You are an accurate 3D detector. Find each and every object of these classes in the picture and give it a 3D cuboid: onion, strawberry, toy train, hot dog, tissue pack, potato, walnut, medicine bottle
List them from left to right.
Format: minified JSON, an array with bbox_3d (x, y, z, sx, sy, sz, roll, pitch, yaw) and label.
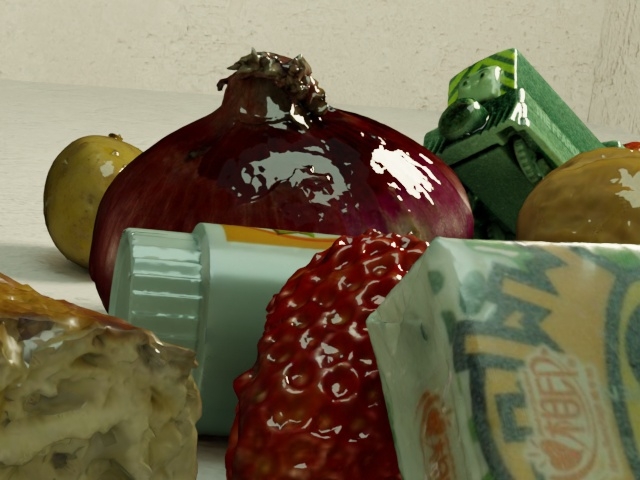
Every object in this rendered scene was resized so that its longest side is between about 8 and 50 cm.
[{"bbox_3d":[-0.305,0.086,0.914,0.365,0.196,0.367,20,10,41],"label":"hot dog"},{"bbox_3d":[-0.228,-0.040,1.785,0.137,0.137,0.176,8,9,2],"label":"potato"},{"bbox_3d":[-0.037,-0.037,1.510,0.348,0.285,0.347,-3,18,1],"label":"onion"},{"bbox_3d":[0.002,0.073,1.283,0.318,0.158,0.158,6,10,-14],"label":"medicine bottle"},{"bbox_3d":[0.019,0.109,1.080,0.205,0.205,0.244,14,33,30],"label":"strawberry"},{"bbox_3d":[0.225,-0.052,1.721,0.138,0.178,0.330,-25,-51,30],"label":"toy train"},{"bbox_3d":[0.291,0.037,1.521,0.257,0.224,0.257,10,18,-3],"label":"walnut"},{"bbox_3d":[0.198,0.122,0.971,0.311,0.228,0.128,2,-31,-24],"label":"tissue pack"}]

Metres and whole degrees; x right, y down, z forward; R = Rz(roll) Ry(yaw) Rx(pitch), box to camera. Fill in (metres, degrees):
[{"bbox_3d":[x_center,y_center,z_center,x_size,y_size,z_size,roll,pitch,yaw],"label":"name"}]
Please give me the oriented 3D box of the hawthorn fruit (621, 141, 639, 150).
[{"bbox_3d":[0.349,-0.009,1.960,0.207,0.207,0.243,15,-5,35],"label":"hawthorn fruit"}]
